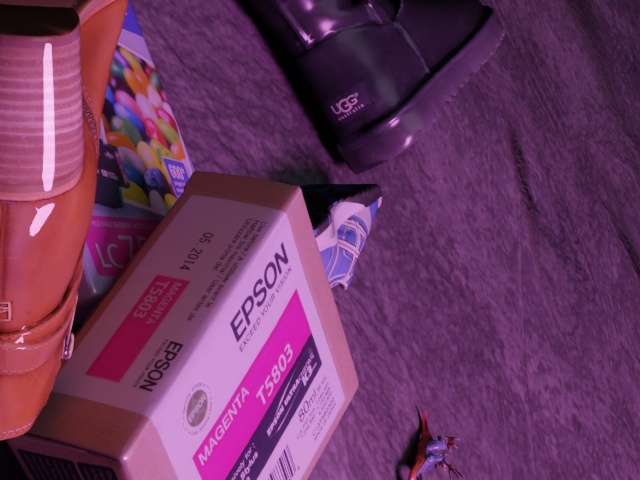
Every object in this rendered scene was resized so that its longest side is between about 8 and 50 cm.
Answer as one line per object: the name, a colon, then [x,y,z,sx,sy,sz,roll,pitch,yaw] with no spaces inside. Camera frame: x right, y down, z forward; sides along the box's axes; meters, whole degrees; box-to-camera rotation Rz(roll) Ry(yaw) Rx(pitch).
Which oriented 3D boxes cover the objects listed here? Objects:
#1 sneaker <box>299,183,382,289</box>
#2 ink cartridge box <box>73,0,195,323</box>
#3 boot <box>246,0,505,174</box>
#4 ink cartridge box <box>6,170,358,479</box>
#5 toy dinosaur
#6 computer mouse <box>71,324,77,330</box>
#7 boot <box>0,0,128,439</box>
sneaker: [0.000,0.000,1.150,0.211,0.080,0.081,-39,125,-59]
ink cartridge box: [-0.173,-0.091,0.894,0.186,0.065,0.311,6,57,-63]
boot: [0.000,-0.335,1.324,0.445,0.146,0.367,54,30,-12]
ink cartridge box: [-0.074,0.104,0.814,0.234,0.088,0.193,-58,146,-38]
toy dinosaur: [0.095,0.209,1.195,0.082,0.047,0.090,-4,39,-50]
computer mouse: [-0.180,0.032,0.868,0.071,0.041,0.242,61,24,-1]
boot: [-0.163,-0.040,0.719,0.283,0.109,0.220,-116,-148,-64]
